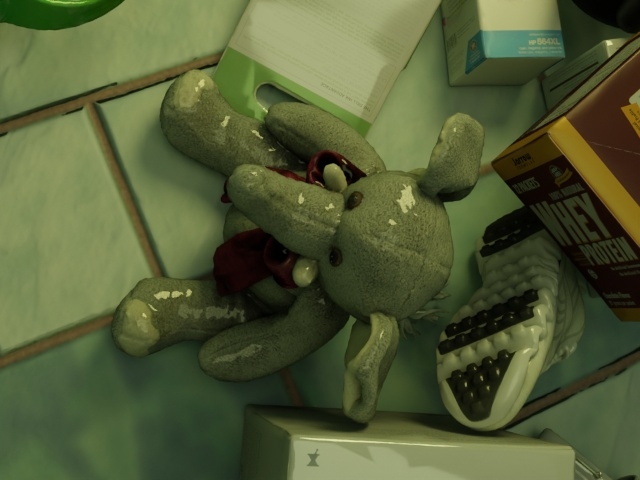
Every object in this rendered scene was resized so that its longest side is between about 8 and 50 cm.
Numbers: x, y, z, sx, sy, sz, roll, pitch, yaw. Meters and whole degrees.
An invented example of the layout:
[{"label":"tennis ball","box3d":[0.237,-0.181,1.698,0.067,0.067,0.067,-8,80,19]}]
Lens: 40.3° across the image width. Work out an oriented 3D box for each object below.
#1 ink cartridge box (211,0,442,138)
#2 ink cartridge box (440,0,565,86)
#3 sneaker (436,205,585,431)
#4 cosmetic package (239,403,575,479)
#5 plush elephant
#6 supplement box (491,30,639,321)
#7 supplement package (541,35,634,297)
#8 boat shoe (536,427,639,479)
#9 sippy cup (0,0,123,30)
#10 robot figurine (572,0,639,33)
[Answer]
[{"label":"ink cartridge box","box3d":[0.008,-0.210,0.871,0.171,0.056,0.235,27,101,-8]},{"label":"ink cartridge box","box3d":[0.182,-0.241,0.895,0.089,0.092,0.143,-3,83,-15]},{"label":"sneaker","box3d":[0.190,0.077,0.794,0.118,0.110,0.292,55,37,-15]},{"label":"cosmetic package","box3d":[0.057,0.220,0.731,0.224,0.224,0.138,6,83,-12]},{"label":"plush elephant","box3d":[0.000,0.000,0.731,0.330,0.255,0.272,20,76,-11]},{"label":"supplement box","box3d":[0.292,-0.064,0.738,0.194,0.129,0.191,-40,91,-10]},{"label":"supplement package","box3d":[0.338,-0.074,0.885,0.133,0.139,0.244,-11,87,-13]},{"label":"boat shoe","box3d":[0.299,0.267,0.857,0.226,0.083,0.076,34,77,-6]},{"label":"sippy cup","box3d":[-0.286,-0.341,0.741,0.224,0.240,0.305,-53,135,-25]},{"label":"robot figurine","box3d":[0.332,-0.319,0.873,0.278,0.173,0.209,-57,130,-42]}]
